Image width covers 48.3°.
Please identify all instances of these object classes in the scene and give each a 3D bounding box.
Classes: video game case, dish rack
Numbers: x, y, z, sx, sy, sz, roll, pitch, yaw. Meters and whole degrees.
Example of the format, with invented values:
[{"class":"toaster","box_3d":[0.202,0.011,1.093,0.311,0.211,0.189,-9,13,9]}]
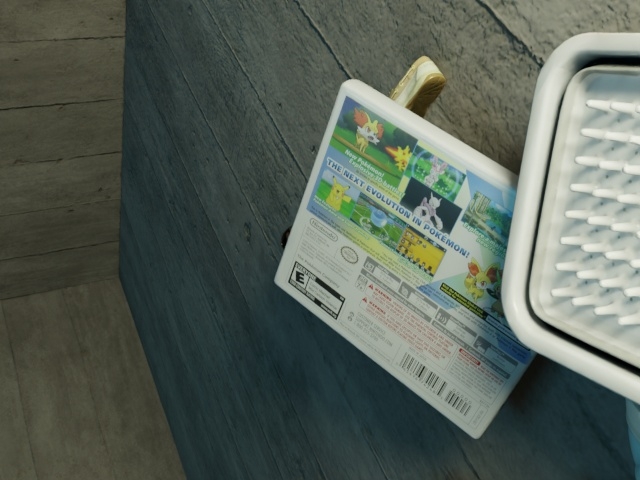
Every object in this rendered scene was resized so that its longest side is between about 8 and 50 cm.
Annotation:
[{"class":"video game case","box_3d":[0.111,0.025,0.815,0.329,0.036,0.300,36,127,22]},{"class":"dish rack","box_3d":[0.291,-0.008,0.540,0.333,0.072,0.285,26,114,56]}]

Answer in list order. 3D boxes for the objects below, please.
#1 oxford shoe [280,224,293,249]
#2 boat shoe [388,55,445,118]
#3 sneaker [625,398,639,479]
[{"class":"oxford shoe","box_3d":[0.000,0.000,1.162,0.227,0.096,0.083,-17,83,63]},{"class":"boat shoe","box_3d":[0.111,-0.181,0.917,0.135,0.050,0.045,-47,54,48]},{"class":"sneaker","box_3d":[0.331,0.230,0.482,0.366,0.135,0.150,-91,-14,-67]}]
